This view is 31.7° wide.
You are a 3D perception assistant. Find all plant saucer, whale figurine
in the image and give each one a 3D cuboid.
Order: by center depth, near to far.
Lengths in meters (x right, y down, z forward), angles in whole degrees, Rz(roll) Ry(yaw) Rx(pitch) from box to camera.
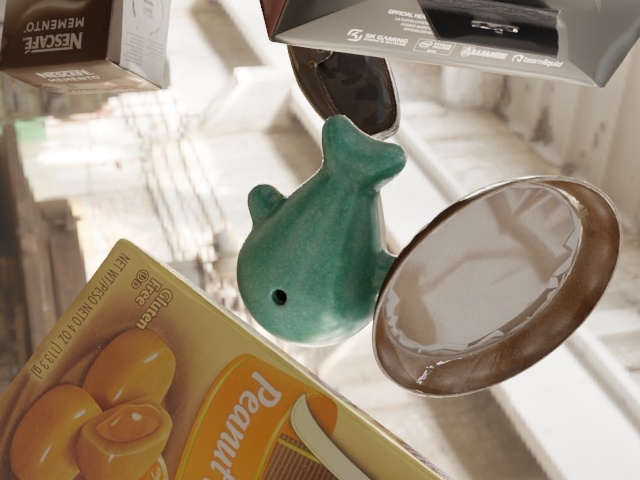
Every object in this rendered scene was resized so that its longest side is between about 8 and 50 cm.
[{"bbox_3d":[0.188,0.046,1.243,0.050,0.311,0.310,-122,-151,-43],"label":"plant saucer"},{"bbox_3d":[0.000,0.000,1.265,0.141,0.216,0.272,-36,153,-56],"label":"whale figurine"}]

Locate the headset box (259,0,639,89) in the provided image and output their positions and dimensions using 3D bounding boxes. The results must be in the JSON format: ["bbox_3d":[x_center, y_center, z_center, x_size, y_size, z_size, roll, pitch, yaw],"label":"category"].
[{"bbox_3d":[0.065,-0.216,0.660,0.110,0.218,0.293,117,-33,-44],"label":"headset box"}]

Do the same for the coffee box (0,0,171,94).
[{"bbox_3d":[-0.232,-0.282,1.155,0.098,0.141,0.246,22,70,-63],"label":"coffee box"}]

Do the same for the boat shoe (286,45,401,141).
[{"bbox_3d":[0.005,-0.295,1.521,0.355,0.132,0.130,64,-2,3],"label":"boat shoe"}]

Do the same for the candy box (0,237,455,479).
[{"bbox_3d":[-0.031,0.163,0.583,0.316,0.183,0.087,35,-3,20],"label":"candy box"}]
